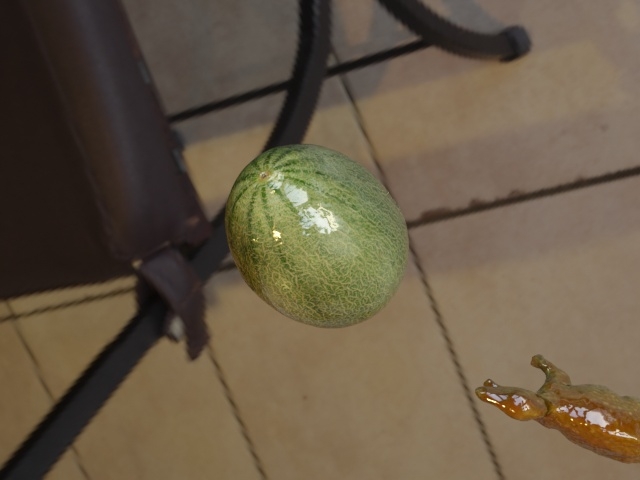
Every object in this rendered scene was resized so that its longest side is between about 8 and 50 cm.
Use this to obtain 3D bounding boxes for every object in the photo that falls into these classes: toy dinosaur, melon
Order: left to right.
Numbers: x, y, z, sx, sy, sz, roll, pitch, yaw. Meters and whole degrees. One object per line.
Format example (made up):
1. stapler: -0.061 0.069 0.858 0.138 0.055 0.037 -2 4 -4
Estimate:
1. melon: 0.000 0.000 1.084 0.139 0.139 0.192 9 154 37
2. toy dinosaur: 0.158 0.098 0.652 0.162 0.126 0.039 23 96 18
